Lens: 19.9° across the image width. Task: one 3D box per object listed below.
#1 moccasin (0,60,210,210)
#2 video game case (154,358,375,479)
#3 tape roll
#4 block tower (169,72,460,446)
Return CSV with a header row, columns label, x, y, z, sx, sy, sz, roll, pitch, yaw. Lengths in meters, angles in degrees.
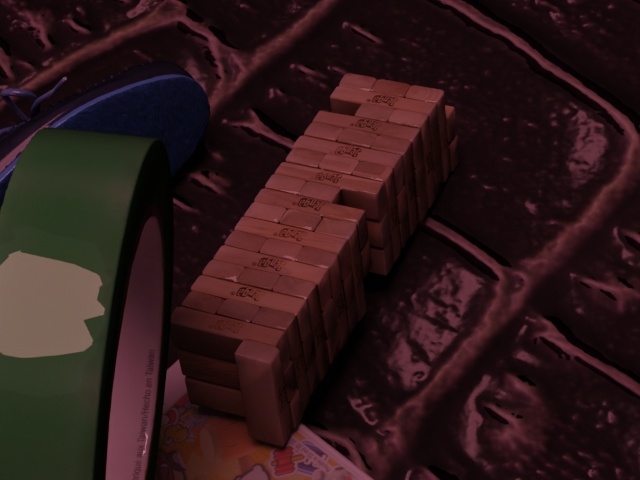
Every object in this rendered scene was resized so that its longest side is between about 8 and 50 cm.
label,x,y,z,sx,sy,sz,roll,pitch,yaw
moccasin,-0.257,-0.057,1.523,0.342,0.138,0.117,-32,39,-17
video game case,-0.090,0.200,1.314,0.206,0.026,0.227,-43,51,-17
tape roll,-0.151,0.091,1.141,0.077,0.321,0.321,5,50,2
block tower,0.000,0.000,1.403,0.097,0.091,0.335,12,46,22
